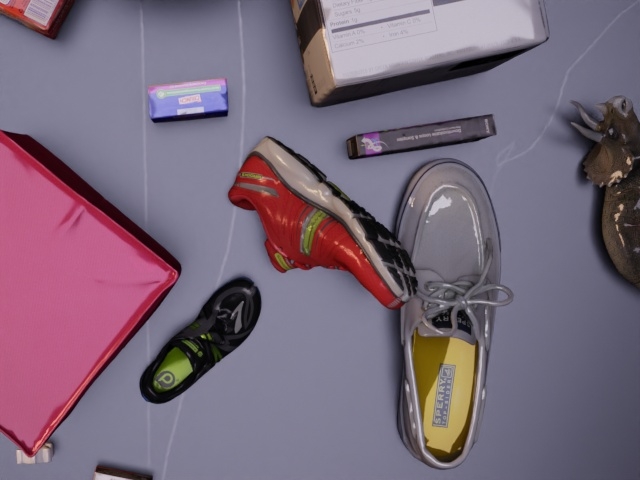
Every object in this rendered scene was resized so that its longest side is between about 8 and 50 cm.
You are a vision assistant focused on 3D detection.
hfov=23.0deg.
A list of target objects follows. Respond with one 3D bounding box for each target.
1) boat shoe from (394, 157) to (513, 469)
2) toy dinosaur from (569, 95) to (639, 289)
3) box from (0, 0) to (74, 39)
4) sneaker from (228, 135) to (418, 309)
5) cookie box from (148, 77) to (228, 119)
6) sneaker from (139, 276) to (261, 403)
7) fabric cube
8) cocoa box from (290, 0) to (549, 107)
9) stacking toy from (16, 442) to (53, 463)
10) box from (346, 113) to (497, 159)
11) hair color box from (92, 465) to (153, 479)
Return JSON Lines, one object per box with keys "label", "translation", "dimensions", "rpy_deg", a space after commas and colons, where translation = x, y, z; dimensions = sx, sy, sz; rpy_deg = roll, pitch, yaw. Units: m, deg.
{"label": "boat shoe", "translation": [0.146, 0.088, 1.819], "dimensions": [0.136, 0.156, 0.367], "rpy_deg": [5, 92, -5]}
{"label": "toy dinosaur", "translation": [0.397, -0.027, 1.873], "dimensions": [0.160, 0.121, 0.313], "rpy_deg": [-9, 97, 8]}
{"label": "box", "translation": [-0.305, -0.373, 1.788], "dimensions": [0.128, 0.122, 0.257], "rpy_deg": [27, 89, -6]}
{"label": "sneaker", "translation": [0.000, 0.000, 1.805], "dimensions": [0.279, 0.107, 0.118], "rpy_deg": [44, 100, 30]}
{"label": "cookie box", "translation": [-0.152, -0.161, 1.814], "dimensions": [0.092, 0.107, 0.040], "rpy_deg": [-6, 92, -4]}
{"label": "sneaker", "translation": [-0.137, 0.123, 1.839], "dimensions": [0.067, 0.078, 0.188], "rpy_deg": [45, 88, -4]}
{"label": "fabric cube", "translation": [-0.323, 0.050, 1.734], "dimensions": [0.259, 0.258, 0.254], "rpy_deg": [40, 88, -5]}
{"label": "cocoa box", "translation": [0.087, -0.287, 1.708], "dimensions": [0.231, 0.347, 0.228], "rpy_deg": [-12, 92, -3]}
{"label": "stacking toy", "translation": [-0.410, 0.329, 1.838], "dimensions": [0.221, 0.052, 0.167], "rpy_deg": [-3, 92, -3]}
{"label": "box", "translation": [0.116, -0.120, 1.832], "dimensions": [0.162, 0.116, 0.029], "rpy_deg": [-7, 91, -5]}
{"label": "hair color box", "translation": [-0.245, 0.344, 1.855], "dimensions": [0.072, 0.043, 0.141], "rpy_deg": [12, 92, -5]}
